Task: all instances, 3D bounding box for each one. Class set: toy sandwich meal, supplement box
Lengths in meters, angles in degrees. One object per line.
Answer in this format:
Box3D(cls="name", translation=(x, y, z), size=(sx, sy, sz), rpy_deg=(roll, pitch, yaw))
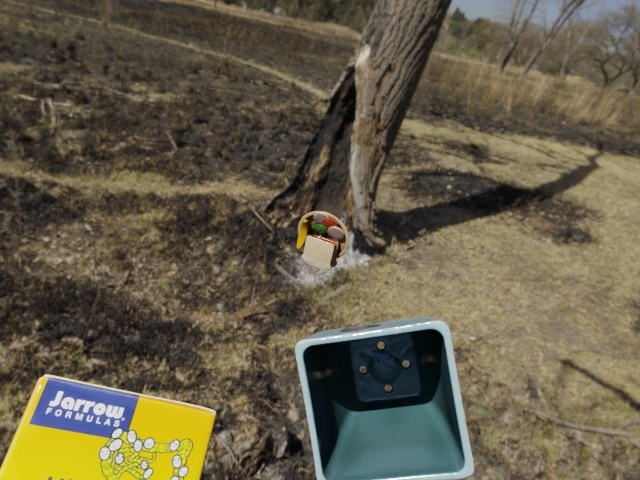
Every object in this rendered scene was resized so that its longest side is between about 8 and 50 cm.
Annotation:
Box3D(cls="toy sandwich meal", translation=(0.000, 0.000, 0.654), size=(0.086, 0.085, 0.029), rpy_deg=(21, 36, 13))
Box3D(cls="supplement box", translation=(-0.263, 0.356, 0.510), size=(0.196, 0.194, 0.356), rpy_deg=(18, 60, -15))

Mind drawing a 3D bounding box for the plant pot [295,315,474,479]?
Box3D(cls="plant pot", translation=(0.117, 0.264, 0.866), size=(0.248, 0.246, 0.252), rpy_deg=(-10, -2, 9))
